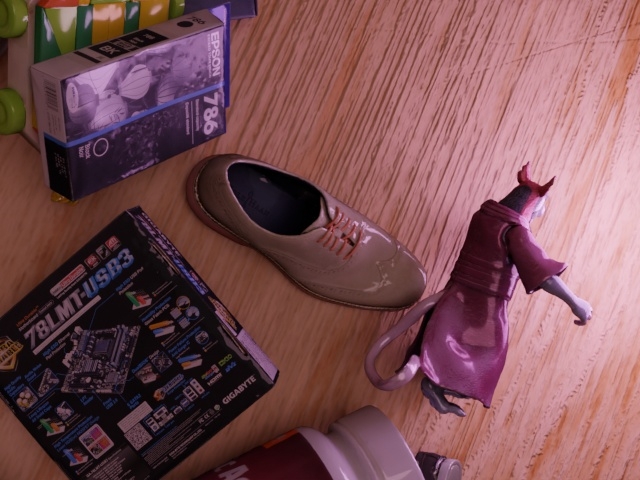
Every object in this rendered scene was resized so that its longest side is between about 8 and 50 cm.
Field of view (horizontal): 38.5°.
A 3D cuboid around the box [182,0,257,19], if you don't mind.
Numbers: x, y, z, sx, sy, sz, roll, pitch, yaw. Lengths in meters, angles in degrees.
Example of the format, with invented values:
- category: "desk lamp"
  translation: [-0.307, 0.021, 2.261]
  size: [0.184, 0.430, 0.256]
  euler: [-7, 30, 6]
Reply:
- category: "box"
  translation: [-0.209, -0.392, 1.267]
  size: [0.232, 0.059, 0.184]
  euler: [-10, 112, -18]

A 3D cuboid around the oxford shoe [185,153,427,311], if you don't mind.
- category: "oxford shoe"
  translation: [0.000, 0.000, 1.304]
  size: [0.397, 0.146, 0.141]
  euler: [25, 79, -20]

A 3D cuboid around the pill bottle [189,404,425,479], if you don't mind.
- category: "pill bottle"
  translation: [-0.060, 0.391, 1.238]
  size: [0.392, 0.224, 0.224]
  euler: [-24, 96, -18]

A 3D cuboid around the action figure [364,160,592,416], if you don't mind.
- category: "action figure"
  translation: [0.225, 0.054, 1.332]
  size: [0.275, 0.248, 0.370]
  euler: [17, 95, -22]

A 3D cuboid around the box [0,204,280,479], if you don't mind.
- category: "box"
  translation: [-0.256, 0.159, 1.186]
  size: [0.295, 0.073, 0.293]
  euler: [-40, 91, 6]

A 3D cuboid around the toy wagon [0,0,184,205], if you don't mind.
- category: "toy wagon"
  translation: [-0.292, -0.198, 1.171]
  size: [0.267, 0.068, 0.345]
  euler: [-22, 129, -48]

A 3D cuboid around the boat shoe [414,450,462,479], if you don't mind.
- category: "boat shoe"
  translation: [0.157, 0.436, 1.393]
  size: [0.081, 0.068, 0.228]
  euler: [14, 88, -57]

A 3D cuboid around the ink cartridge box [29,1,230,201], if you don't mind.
- category: "ink cartridge box"
  translation: [-0.211, -0.187, 1.178]
  size: [0.332, 0.065, 0.165]
  euler: [-34, 138, -41]

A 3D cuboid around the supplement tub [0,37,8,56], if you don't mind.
- category: "supplement tub"
  translation: [-0.508, -0.361, 1.122]
  size: [0.316, 0.193, 0.194]
  euler: [35, 78, -15]
